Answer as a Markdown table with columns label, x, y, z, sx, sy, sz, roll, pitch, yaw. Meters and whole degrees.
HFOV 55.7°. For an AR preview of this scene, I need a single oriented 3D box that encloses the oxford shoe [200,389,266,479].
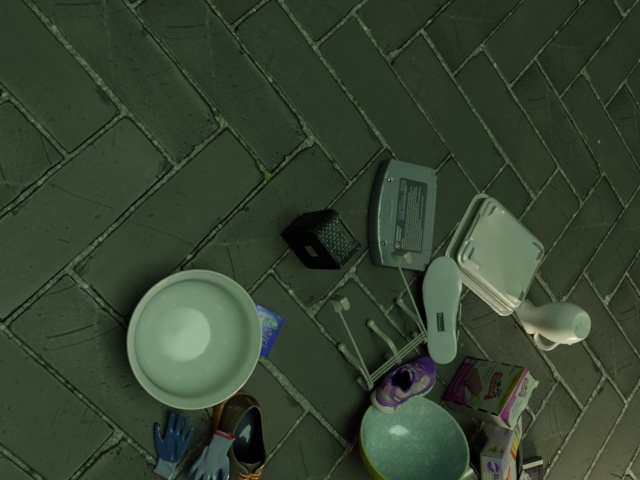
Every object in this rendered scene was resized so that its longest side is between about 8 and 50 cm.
| label | x | y | z | sx | sy | sz | roll | pitch | yaw |
| --- | --- | --- | --- | --- | --- | --- | --- | --- | --- |
| oxford shoe | -0.194 | 0.535 | 1.382 | 0.130 | 0.133 | 0.363 | 3 | 87 | -30 |

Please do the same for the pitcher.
| label | x | y | z | sx | sy | sz | roll | pitch | yaw |
| --- | --- | --- | --- | --- | --- | --- | --- | --- | --- |
| pitcher | 0.723 | 0.269 | 1.863 | 0.126 | 0.207 | 0.177 | -33 | 105 | -26 |

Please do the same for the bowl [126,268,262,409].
| label | x | y | z | sx | sy | sz | roll | pitch | yaw |
| --- | --- | --- | --- | --- | --- | --- | --- | --- | --- |
| bowl | -0.289 | 0.210 | 1.340 | 0.298 | 0.134 | 0.297 | 1 | 88 | -28 |

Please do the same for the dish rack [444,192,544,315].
| label | x | y | z | sx | sy | sz | roll | pitch | yaw |
| --- | --- | --- | --- | --- | --- | --- | --- | --- | --- |
| dish rack | 0.551 | 0.044 | 1.854 | 0.333 | 0.072 | 0.285 | 38 | 72 | -22 |

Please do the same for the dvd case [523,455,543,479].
| label | x | y | z | sx | sy | sz | roll | pitch | yaw |
| --- | --- | --- | --- | --- | --- | --- | --- | --- | --- |
| dvd case | 0.640 | 0.803 | 1.906 | 0.165 | 0.018 | 0.221 | -2 | 90 | -28 |

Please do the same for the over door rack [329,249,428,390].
| label | x | y | z | sx | sy | sz | roll | pitch | yaw |
| --- | --- | --- | --- | --- | --- | --- | --- | --- | --- |
| over door rack | 0.151 | 0.201 | 1.586 | 0.240 | 0.108 | 0.324 | -35 | 126 | -25 |

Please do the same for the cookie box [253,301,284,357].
| label | x | y | z | sx | sy | sz | roll | pitch | yaw |
| --- | --- | --- | --- | --- | --- | --- | --- | --- | --- |
| cookie box | -0.152 | 0.215 | 1.469 | 0.092 | 0.040 | 0.107 | 32 | 73 | -25 |

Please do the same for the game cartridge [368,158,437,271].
| label | x | y | z | sx | sy | sz | roll | pitch | yaw |
| --- | --- | --- | --- | --- | --- | --- | --- | --- | --- |
| game cartridge | 0.227 | -0.069 | 1.685 | 0.198 | 0.062 | 0.297 | 8 | 84 | -25 |

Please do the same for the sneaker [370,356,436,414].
| label | x | y | z | sx | sy | sz | roll | pitch | yaw |
| --- | --- | --- | --- | --- | --- | --- | --- | --- | --- |
| sneaker | 0.238 | 0.368 | 1.619 | 0.236 | 0.095 | 0.104 | -23 | 140 | -40 |

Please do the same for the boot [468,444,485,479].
| label | x | y | z | sx | sy | sz | roll | pitch | yaw |
| --- | --- | --- | --- | --- | --- | --- | --- | --- | --- |
| boot | 0.466 | 0.717 | 1.781 | 0.161 | 0.083 | 0.246 | 14 | 83 | -34 |

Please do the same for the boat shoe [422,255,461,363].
| label | x | y | z | sx | sy | sz | roll | pitch | yaw |
| --- | --- | --- | --- | --- | --- | --- | --- | --- | --- |
| boat shoe | 0.351 | 0.192 | 1.721 | 0.102 | 0.108 | 0.301 | -11 | 99 | -74 |

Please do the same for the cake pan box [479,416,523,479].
| label | x | y | z | sx | sy | sz | roll | pitch | yaw |
| --- | --- | --- | --- | --- | --- | --- | --- | --- | --- |
| cake pan box | 0.516 | 0.652 | 1.711 | 0.267 | 0.070 | 0.245 | -22 | 111 | -59 |

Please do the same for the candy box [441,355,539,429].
| label | x | y | z | sx | sy | sz | roll | pitch | yaw |
| --- | --- | --- | --- | --- | --- | --- | --- | --- | --- |
| candy box | 0.470 | 0.421 | 1.700 | 0.071 | 0.233 | 0.159 | 45 | 68 | -21 |

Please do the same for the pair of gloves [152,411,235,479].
| label | x | y | z | sx | sy | sz | roll | pitch | yaw |
| --- | --- | --- | --- | --- | --- | --- | --- | --- | --- |
| pair of gloves | -0.286 | 0.472 | 1.345 | 0.198 | 0.023 | 0.159 | 21 | 93 | 9 |

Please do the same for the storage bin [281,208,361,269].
| label | x | y | z | sx | sy | sz | roll | pitch | yaw |
| --- | --- | --- | --- | --- | --- | --- | --- | --- | --- |
| storage bin | 0.000 | 0.000 | 1.481 | 0.084 | 0.180 | 0.122 | -45 | 109 | -22 |

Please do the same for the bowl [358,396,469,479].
| label | x | y | z | sx | sy | sz | roll | pitch | yaw |
| --- | --- | --- | --- | --- | --- | --- | --- | --- | --- |
| bowl | 0.223 | 0.562 | 1.584 | 0.290 | 0.289 | 0.156 | -10 | 135 | -29 |

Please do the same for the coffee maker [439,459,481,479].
| label | x | y | z | sx | sy | sz | roll | pitch | yaw |
| --- | --- | --- | --- | --- | --- | --- | --- | --- | --- |
| coffee maker | 0.329 | 0.652 | 1.677 | 0.178 | 0.171 | 0.120 | -36 | 100 | -8 |
